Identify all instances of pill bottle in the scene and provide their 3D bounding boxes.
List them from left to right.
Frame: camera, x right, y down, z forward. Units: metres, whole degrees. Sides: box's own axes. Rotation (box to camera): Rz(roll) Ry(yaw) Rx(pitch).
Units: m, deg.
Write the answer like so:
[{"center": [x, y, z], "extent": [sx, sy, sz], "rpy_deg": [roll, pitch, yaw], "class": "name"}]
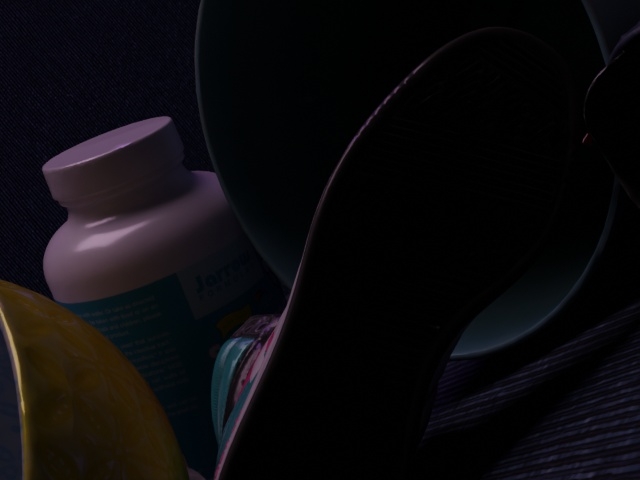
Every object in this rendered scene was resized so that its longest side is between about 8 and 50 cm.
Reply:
[{"center": [-0.096, 0.054, 0.840], "extent": [0.146, 0.264, 0.146], "rpy_deg": [-19, 17, 6], "class": "pill bottle"}]

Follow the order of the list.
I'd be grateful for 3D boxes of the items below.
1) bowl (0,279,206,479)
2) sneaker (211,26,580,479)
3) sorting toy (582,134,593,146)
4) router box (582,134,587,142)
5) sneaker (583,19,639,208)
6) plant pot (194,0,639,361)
[{"center": [-0.143, 0.170, 0.639], "extent": [0.156, 0.289, 0.289], "rpy_deg": [13, -37, -36], "class": "bowl"}, {"center": [0.029, 0.038, 0.641], "extent": [0.296, 0.123, 0.178], "rpy_deg": [-62, 5, -5], "class": "sneaker"}, {"center": [0.235, -0.085, 0.912], "extent": [0.102, 0.061, 0.042], "rpy_deg": [-65, 7, -10], "class": "sorting toy"}, {"center": [0.167, -0.049, 1.143], "extent": [0.243, 0.081, 0.309], "rpy_deg": [-41, 2, -16], "class": "router box"}, {"center": [0.195, -0.085, 0.572], "extent": [0.148, 0.131, 0.350], "rpy_deg": [-36, 3, 18], "class": "sneaker"}, {"center": [0.107, -0.103, 0.766], "extent": [0.235, 0.293, 0.293], "rpy_deg": [-25, -10, -46], "class": "plant pot"}]
